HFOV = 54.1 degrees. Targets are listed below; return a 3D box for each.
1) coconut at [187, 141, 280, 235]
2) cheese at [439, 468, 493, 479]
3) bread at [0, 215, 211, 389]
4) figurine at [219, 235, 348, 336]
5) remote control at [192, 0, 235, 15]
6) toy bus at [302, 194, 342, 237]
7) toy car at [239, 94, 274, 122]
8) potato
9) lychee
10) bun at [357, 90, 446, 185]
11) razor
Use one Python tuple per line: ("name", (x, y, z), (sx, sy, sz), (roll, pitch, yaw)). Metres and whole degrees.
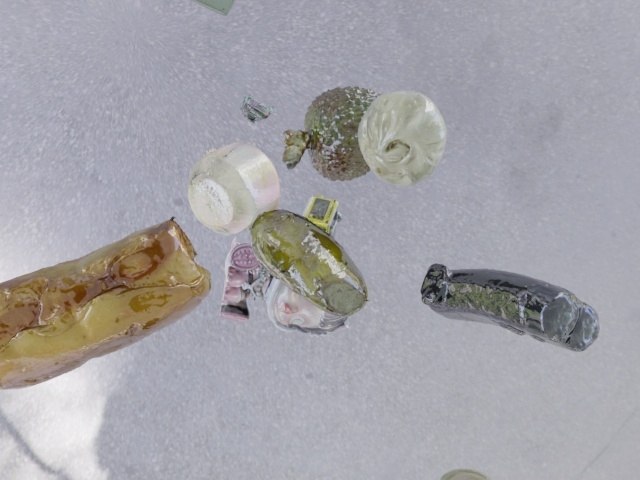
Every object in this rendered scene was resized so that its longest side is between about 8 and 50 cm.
("coconut", (-0.158, -0.105, 1.193), (0.170, 0.183, 0.171), (14, 122, 23))
("cheese", (0.283, 0.447, 1.063), (0.171, 0.092, 0.048), (20, 143, 16))
("bread", (-0.328, 0.095, 0.905), (0.343, 0.195, 0.149), (-22, 89, -8))
("figurine", (-0.079, 0.107, 1.630), (0.361, 0.211, 0.253), (14, 140, -3))
("remote control", (-0.296, -0.574, 1.284), (0.285, 0.038, 0.123), (15, 119, -30))
("toy bus", (0.000, 0.000, 1.374), (0.074, 0.081, 0.226), (17, 146, 9))
("toy car", (-0.164, -0.321, 1.551), (0.069, 0.142, 0.055), (28, 90, -16))
("potato", (-0.016, 0.035, 1.055), (0.113, 0.251, 0.149), (-60, 154, 10))
("lychee", (0.065, -0.291, 1.721), (0.319, 0.270, 0.270), (2, 109, 11))
("bun", (0.142, -0.187, 1.170), (0.183, 0.102, 0.184), (10, 113, 25))
("razor", (0.357, 0.123, 1.215), (0.189, 0.326, 0.107), (28, 79, -37))
